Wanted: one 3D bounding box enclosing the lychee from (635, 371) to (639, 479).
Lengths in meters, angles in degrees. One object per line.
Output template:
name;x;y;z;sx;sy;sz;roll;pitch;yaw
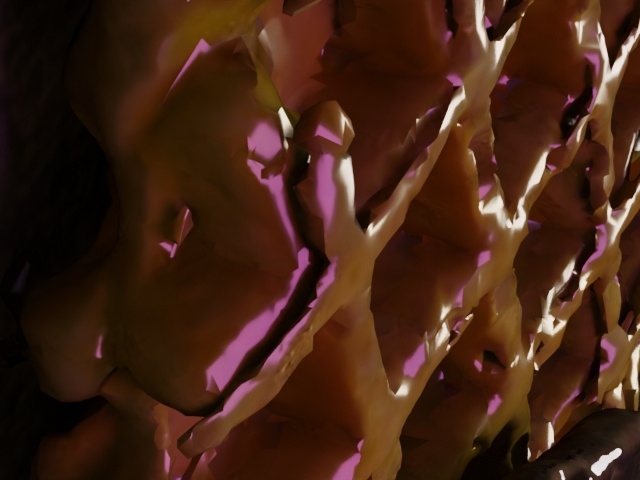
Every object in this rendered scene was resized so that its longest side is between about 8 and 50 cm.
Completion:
lychee;0.263;0.141;0.972;0.380;0.380;0.432;54;38;-70

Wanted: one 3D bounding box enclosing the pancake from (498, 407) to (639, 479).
pancake;0.038;0.181;0.533;0.288;0.033;0.286;12;99;-66

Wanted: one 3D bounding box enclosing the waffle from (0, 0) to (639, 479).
waffle;0.037;-0.007;0.520;0.382;0.095;0.380;-16;121;-62
